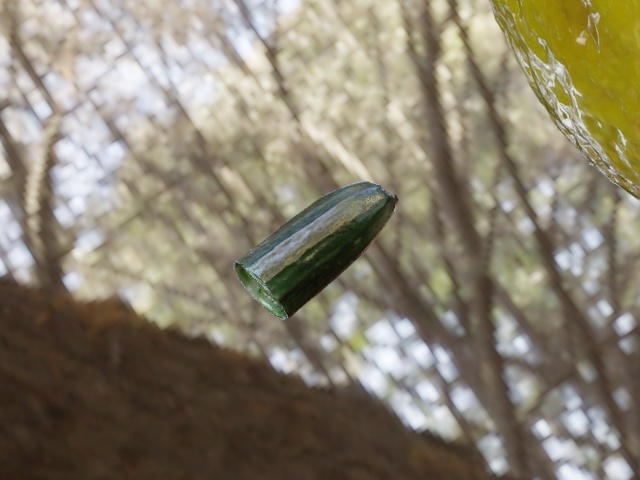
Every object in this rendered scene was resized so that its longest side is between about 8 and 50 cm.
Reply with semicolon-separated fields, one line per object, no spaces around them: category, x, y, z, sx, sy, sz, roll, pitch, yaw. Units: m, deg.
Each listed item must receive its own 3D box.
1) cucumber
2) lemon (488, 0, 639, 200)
cucumber;0.000;0.000;1.194;0.105;0.048;0.048;-40;-21;-3
lemon;0.161;-0.102;0.597;0.228;0.228;0.253;-24;9;-24
